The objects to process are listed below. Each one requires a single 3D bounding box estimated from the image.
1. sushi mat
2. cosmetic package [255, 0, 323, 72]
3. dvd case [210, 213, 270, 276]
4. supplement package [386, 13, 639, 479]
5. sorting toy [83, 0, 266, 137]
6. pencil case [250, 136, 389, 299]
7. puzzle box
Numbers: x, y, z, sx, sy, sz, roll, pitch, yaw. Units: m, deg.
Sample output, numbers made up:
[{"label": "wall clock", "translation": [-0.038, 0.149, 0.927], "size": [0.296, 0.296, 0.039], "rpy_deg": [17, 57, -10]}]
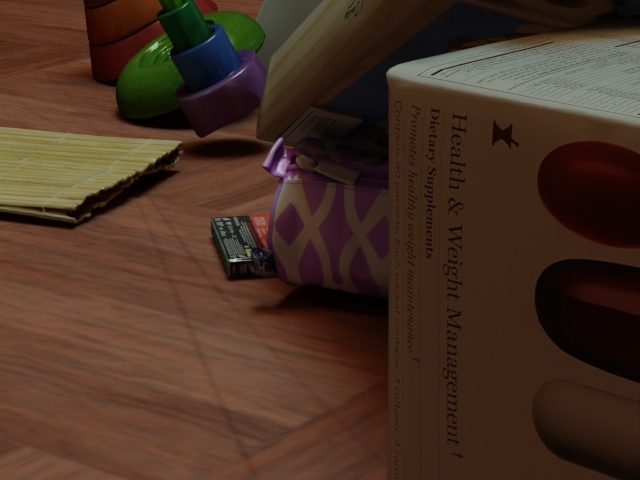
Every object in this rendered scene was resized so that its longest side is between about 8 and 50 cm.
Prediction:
[{"label": "sushi mat", "translation": [-0.261, -0.054, 1.218], "size": [0.316, 0.019, 0.151], "rpy_deg": [7, 19, 23]}, {"label": "cosmetic package", "translation": [0.027, -0.222, 1.402], "size": [0.099, 0.239, 0.060], "rpy_deg": [-20, 56, -45]}, {"label": "dvd case", "translation": [0.000, 0.000, 1.045], "size": [0.119, 0.013, 0.087], "rpy_deg": [-5, 17, -10]}, {"label": "supplement package", "translation": [0.142, 0.038, 0.603], "size": [0.149, 0.194, 0.203], "rpy_deg": [-17, 23, -42]}, {"label": "sorting toy", "translation": [-0.132, -0.182, 1.392], "size": [0.127, 0.126, 0.365], "rpy_deg": [-32, 23, -6]}, {"label": "pencil case", "translation": [0.072, -0.010, 0.940], "size": [0.206, 0.088, 0.086], "rpy_deg": [6, 44, 16]}, {"label": "puzzle box", "translation": [0.144, -0.079, 0.853], "size": [0.272, 0.052, 0.409], "rpy_deg": [12, -11, -12]}]
